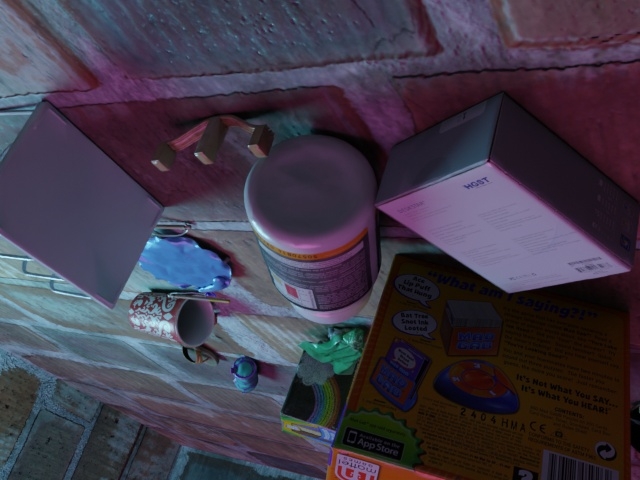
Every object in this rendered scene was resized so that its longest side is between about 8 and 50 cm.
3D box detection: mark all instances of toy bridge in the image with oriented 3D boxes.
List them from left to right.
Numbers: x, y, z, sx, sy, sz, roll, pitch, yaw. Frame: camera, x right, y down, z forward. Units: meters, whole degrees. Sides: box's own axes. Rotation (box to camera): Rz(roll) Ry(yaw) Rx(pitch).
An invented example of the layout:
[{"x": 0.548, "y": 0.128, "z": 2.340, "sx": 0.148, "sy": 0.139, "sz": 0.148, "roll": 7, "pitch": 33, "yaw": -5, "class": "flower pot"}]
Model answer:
[{"x": -0.136, "y": -0.127, "z": 0.919, "sx": 0.188, "sy": 0.063, "sz": 0.026, "roll": -2, "pitch": 147, "yaw": 36, "class": "toy bridge"}]

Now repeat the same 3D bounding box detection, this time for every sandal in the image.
[{"x": -0.337, "y": 0.298, "z": 1.941, "sx": 0.072, "sy": 0.049, "sz": 0.180, "roll": 4, "pitch": 151, "yaw": 29, "class": "sandal"}]

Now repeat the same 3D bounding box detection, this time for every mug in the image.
[{"x": -0.323, "y": 0.176, "z": 1.617, "sx": 0.169, "sy": 0.113, "sz": 0.150, "roll": 4, "pitch": 150, "yaw": 36, "class": "mug"}]

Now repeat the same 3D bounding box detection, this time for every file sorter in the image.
[{"x": -0.424, "y": -0.050, "z": 1.132, "sx": 0.173, "sy": 0.193, "sz": 0.277, "roll": 6, "pitch": 152, "yaw": 33, "class": "file sorter"}]

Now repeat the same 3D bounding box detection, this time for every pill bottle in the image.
[{"x": 0.000, "y": 0.000, "z": 0.967, "sx": 0.162, "sy": 0.162, "sz": 0.278, "roll": 13, "pitch": 154, "yaw": 12, "class": "pill bottle"}]

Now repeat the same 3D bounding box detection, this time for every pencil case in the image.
[{"x": -0.202, "y": 0.360, "z": 1.954, "sx": 0.070, "sy": 0.064, "sz": 0.151, "roll": -6, "pitch": 155, "yaw": -6, "class": "pencil case"}]

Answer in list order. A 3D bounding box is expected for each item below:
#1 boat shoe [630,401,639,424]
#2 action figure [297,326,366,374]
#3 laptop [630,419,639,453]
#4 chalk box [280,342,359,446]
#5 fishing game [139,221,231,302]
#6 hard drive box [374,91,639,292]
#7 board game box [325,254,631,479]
[{"x": 0.594, "y": 0.308, "z": 1.306, "sx": 0.049, "sy": 0.056, "sz": 0.152, "roll": 11, "pitch": 154, "yaw": 6, "class": "boat shoe"}, {"x": 0.044, "y": 0.216, "z": 1.493, "sx": 0.137, "sy": 0.063, "sz": 0.232, "roll": 25, "pitch": 158, "yaw": -8, "class": "action figure"}, {"x": 0.758, "y": 0.391, "z": 1.413, "sx": 0.264, "sy": 0.136, "sz": 0.234, "roll": 45, "pitch": 154, "yaw": 5, "class": "laptop"}, {"x": 0.072, "y": 0.377, "z": 1.665, "sx": 0.289, "sy": 0.180, "sz": 0.179, "roll": 18, "pitch": 155, "yaw": 6, "class": "chalk box"}, {"x": -0.253, "y": 0.039, "z": 1.371, "sx": 0.189, "sy": 0.041, "sz": 0.264, "roll": 1, "pitch": 145, "yaw": 18, "class": "fishing game"}, {"x": 0.210, "y": -0.039, "z": 0.826, "sx": 0.232, "sy": 0.089, "sz": 0.181, "roll": 31, "pitch": 152, "yaw": -25, "class": "hard drive box"}, {"x": 0.220, "y": 0.300, "z": 1.085, "sx": 0.356, "sy": 0.356, "sz": 0.356, "roll": 14, "pitch": 135, "yaw": 10, "class": "board game box"}]
